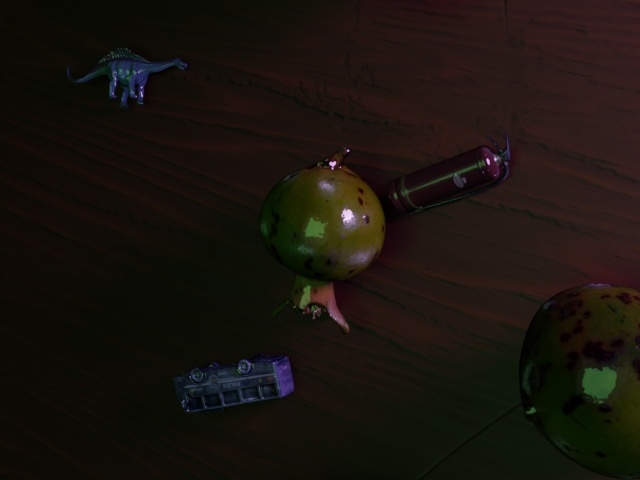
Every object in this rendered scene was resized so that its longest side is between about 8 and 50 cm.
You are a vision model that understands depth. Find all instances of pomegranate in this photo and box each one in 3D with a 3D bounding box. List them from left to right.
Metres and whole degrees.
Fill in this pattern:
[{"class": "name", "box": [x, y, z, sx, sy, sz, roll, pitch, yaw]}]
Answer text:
[{"class": "pomegranate", "box": [0.006, 0.005, 1.120, 0.156, 0.156, 0.220, 12, 129, 27]}, {"class": "pomegranate", "box": [0.322, 0.133, 0.937, 0.247, 0.202, 0.202, -18, 82, -4]}]

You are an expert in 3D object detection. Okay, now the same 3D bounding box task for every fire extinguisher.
[{"class": "fire extinguisher", "box": [0.156, -0.075, 1.080, 0.158, 0.043, 0.064, -20, 113, 27]}]

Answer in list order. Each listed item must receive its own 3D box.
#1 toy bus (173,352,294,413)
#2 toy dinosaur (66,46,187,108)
[{"class": "toy bus", "box": [-0.117, 0.191, 1.228, 0.165, 0.047, 0.065, -14, 89, 27]}, {"class": "toy dinosaur", "box": [-0.277, -0.232, 1.300, 0.197, 0.045, 0.080, 1, 79, 20]}]
